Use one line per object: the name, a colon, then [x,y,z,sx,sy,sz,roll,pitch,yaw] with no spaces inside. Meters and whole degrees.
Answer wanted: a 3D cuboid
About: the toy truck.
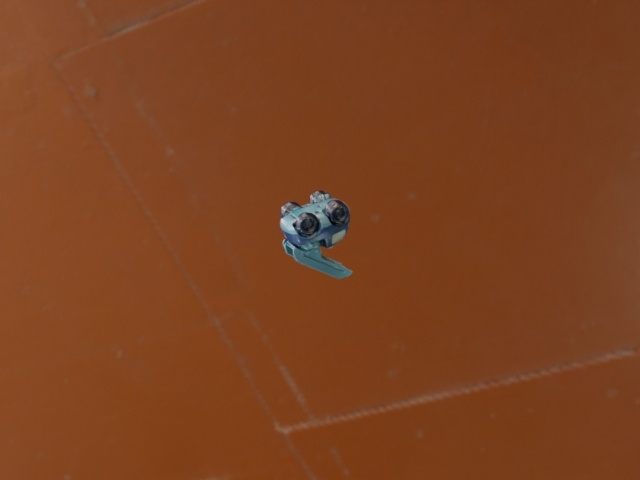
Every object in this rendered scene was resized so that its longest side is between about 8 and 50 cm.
toy truck: [0.000,0.000,1.272,0.073,0.056,0.090,-22,117,-17]
